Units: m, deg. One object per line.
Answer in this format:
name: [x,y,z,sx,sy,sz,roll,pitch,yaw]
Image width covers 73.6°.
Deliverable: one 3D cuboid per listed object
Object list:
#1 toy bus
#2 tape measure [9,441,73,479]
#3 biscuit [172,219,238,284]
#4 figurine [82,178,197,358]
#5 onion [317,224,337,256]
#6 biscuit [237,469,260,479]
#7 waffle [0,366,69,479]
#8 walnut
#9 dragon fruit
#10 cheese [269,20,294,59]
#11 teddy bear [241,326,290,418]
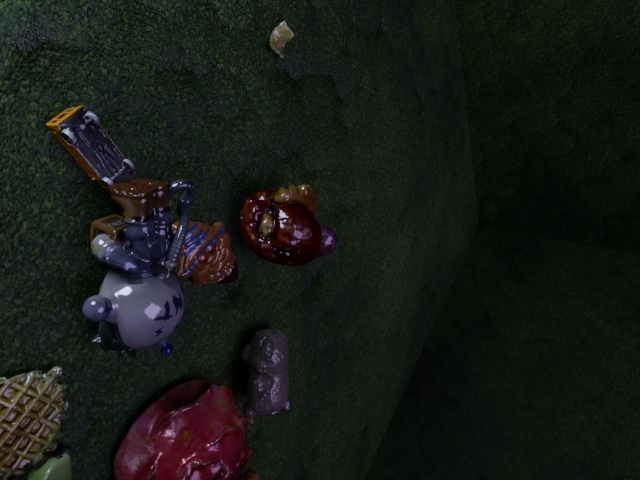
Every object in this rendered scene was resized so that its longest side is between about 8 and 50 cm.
toy bus: [-0.435,-0.170,0.818,0.070,0.074,0.162,-59,141,-33]
tape measure: [-0.582,0.540,0.848,0.175,0.106,0.200,-20,118,-63]
biscuit: [-0.298,0.041,1.134,0.183,0.043,0.280,-57,139,-20]
figurine: [-0.382,0.067,0.885,0.261,0.186,0.382,-32,133,-57]
onion: [0.000,0.000,1.498,0.115,0.104,0.115,-7,124,-10]
biscuit: [-0.318,0.933,1.428,0.334,0.047,0.202,-44,135,-39]
waffle: [-0.587,0.351,0.805,0.214,0.054,0.208,-6,100,-53]
walnut: [-0.095,-0.052,1.238,0.244,0.221,0.269,-66,161,1]
dragon fruit: [-0.323,0.573,1.127,0.386,0.249,0.371,-36,135,-41]
cheese: [-0.108,-0.552,1.175,0.060,0.041,0.084,24,97,-48]
teddy bear: [-0.169,0.409,1.330,0.236,0.151,0.267,-92,178,-84]
